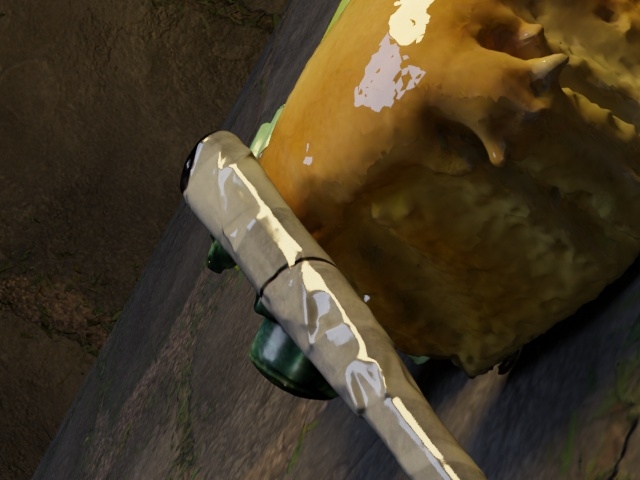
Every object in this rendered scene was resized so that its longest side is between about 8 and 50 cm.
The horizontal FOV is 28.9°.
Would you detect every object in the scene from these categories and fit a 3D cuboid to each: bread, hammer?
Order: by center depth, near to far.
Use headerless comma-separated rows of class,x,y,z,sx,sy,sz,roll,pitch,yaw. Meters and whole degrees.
hammer,0.037,0.061,0.459,0.152,0.044,0.427,-60,38,20
bread,0.087,-0.052,0.585,0.251,0.174,0.133,-58,15,1

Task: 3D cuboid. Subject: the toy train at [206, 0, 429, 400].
toy train,0.071,-0.118,0.785,0.442,0.179,0.272,-63,6,7
